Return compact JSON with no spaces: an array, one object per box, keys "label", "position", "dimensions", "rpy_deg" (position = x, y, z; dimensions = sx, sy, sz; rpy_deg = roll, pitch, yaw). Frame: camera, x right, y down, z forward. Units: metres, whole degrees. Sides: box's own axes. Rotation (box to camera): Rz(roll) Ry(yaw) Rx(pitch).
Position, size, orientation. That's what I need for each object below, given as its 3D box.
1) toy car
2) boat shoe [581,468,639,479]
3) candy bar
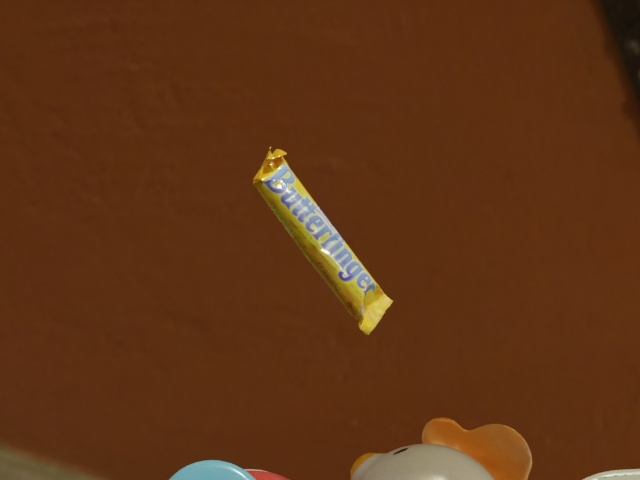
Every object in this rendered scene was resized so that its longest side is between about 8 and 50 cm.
[{"label":"toy car","position":[0.034,0.197,1.300],"dimensions":[0.210,0.238,0.219],"rpy_deg":[43,-17,21]},{"label":"boat shoe","position":[0.271,0.222,1.550],"dimensions":[0.227,0.081,0.069],"rpy_deg":[-16,-44,-26]},{"label":"candy bar","position":[0.000,0.000,1.424],"dimensions":[0.018,0.040,0.161],"rpy_deg":[-9,-55,45]}]
